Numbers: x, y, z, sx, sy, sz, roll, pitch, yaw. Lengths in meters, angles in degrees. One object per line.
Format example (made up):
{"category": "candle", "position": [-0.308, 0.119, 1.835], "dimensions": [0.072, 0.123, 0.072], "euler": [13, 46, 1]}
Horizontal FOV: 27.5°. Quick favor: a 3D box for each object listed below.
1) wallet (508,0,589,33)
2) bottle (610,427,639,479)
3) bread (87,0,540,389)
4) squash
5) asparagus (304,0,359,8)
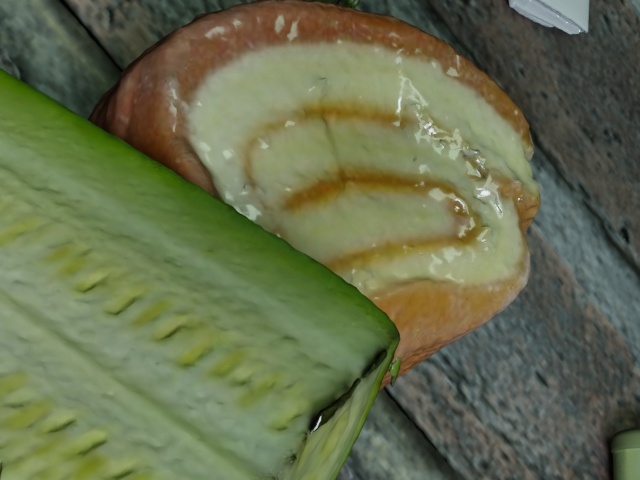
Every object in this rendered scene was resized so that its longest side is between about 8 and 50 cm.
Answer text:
{"category": "wallet", "position": [0.153, -0.196, 0.849], "dimensions": [0.061, 0.025, 0.122], "euler": [20, 64, -25]}
{"category": "bottle", "position": [0.191, 0.160, 0.744], "dimensions": [0.063, 0.047, 0.101], "euler": [20, 65, -38]}
{"category": "bread", "position": [-0.003, -0.012, 0.628], "dimensions": [0.244, 0.123, 0.190], "euler": [-12, 80, -37]}
{"category": "squash", "position": [-0.136, 0.042, 0.478], "dimensions": [0.289, 0.111, 0.203], "euler": [29, 39, 15]}
{"category": "asparagus", "position": [0.011, -0.142, 0.736], "dimensions": [0.036, 0.030, 0.165], "euler": [22, 63, 1]}
